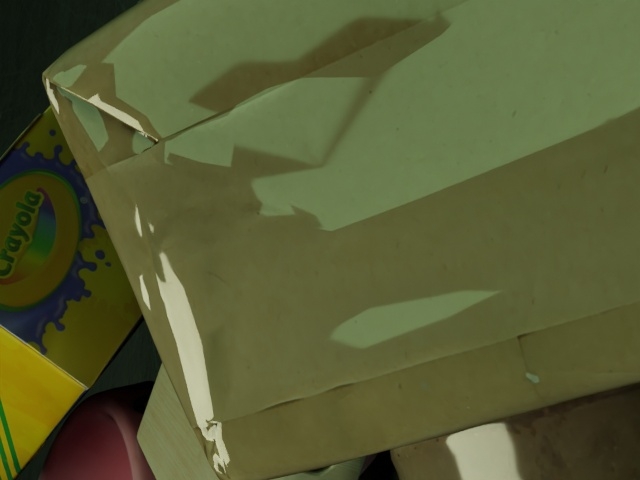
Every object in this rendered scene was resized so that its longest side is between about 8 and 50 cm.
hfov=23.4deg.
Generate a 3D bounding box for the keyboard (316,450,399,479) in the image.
[{"bbox_3d":[0.020,0.180,0.905,0.317,0.033,0.201,122,151,-52],"label":"keyboard"}]

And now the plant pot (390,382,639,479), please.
[{"bbox_3d":[0.180,0.152,0.602,0.263,0.263,0.229,-31,70,58],"label":"plant pot"}]

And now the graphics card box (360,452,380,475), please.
[{"bbox_3d":[0.076,-0.016,0.959,0.232,0.094,0.371,-107,27,-44],"label":"graphics card box"}]

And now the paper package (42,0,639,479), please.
[{"bbox_3d":[0.128,-0.058,0.542,0.309,0.325,0.168,-21,88,38],"label":"paper package"}]

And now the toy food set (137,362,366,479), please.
[{"bbox_3d":[-0.020,0.065,0.950,0.306,0.092,0.219,-146,76,-71],"label":"toy food set"}]

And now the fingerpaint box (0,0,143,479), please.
[{"bbox_3d":[-0.208,0.005,1.327,0.371,0.163,0.445,-48,8,49],"label":"fingerpaint box"}]

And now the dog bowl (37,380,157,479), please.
[{"bbox_3d":[-0.143,0.304,1.309,0.408,0.150,0.408,-38,47,56],"label":"dog bowl"}]
